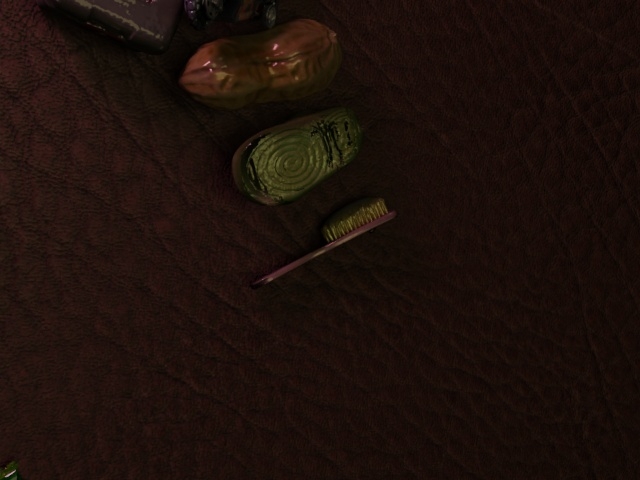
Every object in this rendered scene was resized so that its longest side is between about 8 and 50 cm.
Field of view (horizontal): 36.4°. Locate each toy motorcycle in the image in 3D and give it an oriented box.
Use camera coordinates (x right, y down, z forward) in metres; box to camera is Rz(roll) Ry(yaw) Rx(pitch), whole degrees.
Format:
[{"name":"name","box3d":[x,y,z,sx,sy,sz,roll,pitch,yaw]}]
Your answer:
[{"name":"toy motorcycle","box3d":[-0.131,-0.422,1.525,0.307,0.108,0.173,-40,136,-63]}]

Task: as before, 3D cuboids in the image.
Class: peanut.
[{"name":"peanut","box3d":[-0.096,-0.288,1.605,0.305,0.147,0.147,-16,104,-27]}]

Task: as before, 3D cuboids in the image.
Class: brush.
[{"name":"brush","box3d":[-0.001,-0.001,1.754,0.313,0.072,0.067,-29,87,-21]}]

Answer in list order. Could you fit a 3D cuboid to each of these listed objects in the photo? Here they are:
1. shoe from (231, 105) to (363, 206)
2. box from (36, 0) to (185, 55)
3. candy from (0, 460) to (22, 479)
[{"name":"shoe","box3d":[-0.040,-0.141,1.666,0.262,0.128,0.140,-31,100,-26]},{"name":"box","box3d":[-0.316,-0.377,1.476,0.210,0.129,0.148,21,85,-30]},{"name":"candy","box3d":[-0.491,0.443,1.538,0.102,0.032,0.178,-30,110,-23]}]
